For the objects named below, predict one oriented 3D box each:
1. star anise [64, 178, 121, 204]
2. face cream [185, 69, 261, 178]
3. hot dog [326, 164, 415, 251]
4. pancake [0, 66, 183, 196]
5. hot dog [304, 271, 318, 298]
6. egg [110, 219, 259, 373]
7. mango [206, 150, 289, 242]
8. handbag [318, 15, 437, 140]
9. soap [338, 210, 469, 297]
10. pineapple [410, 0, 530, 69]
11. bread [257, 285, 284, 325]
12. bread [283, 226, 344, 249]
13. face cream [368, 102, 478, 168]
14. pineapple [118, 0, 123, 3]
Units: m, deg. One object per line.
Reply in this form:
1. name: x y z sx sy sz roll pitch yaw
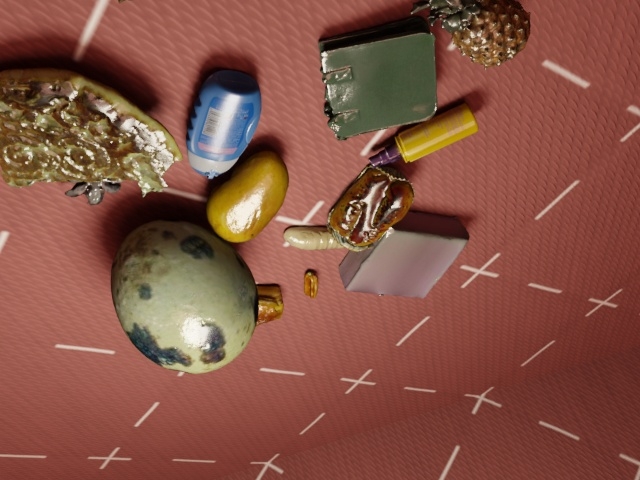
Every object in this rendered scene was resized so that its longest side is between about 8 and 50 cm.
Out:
1. star anise: -0.509 -0.150 1.528 0.180 0.061 0.204 23 127 -39
2. face cream: -0.217 -0.244 1.508 0.149 0.083 0.264 5 137 -25
3. hot dog: 0.129 -0.083 1.805 0.162 0.082 0.270 38 122 -4
4. pancake: -0.496 -0.217 1.398 0.426 0.067 0.305 3 139 -10
5. hot dog: -0.027 0.134 2.074 0.037 0.049 0.122 -44 157 -28
6. egg: -0.337 0.136 1.714 0.345 0.345 0.428 -20 127 3
7. mango: -0.172 -0.107 1.659 0.167 0.130 0.262 27 118 -36
8. handbag: 0.127 -0.352 1.514 0.260 0.079 0.247 -14 140 -1
9. soap: 0.244 0.044 2.015 0.296 0.107 0.285 8 135 -29
10. pineapple: 0.271 -0.480 1.357 0.364 0.166 0.165 24 126 -38
11. bread: -0.299 0.220 2.023 0.380 0.109 0.185 -1 138 -22
12. bread: 0.000 0.000 1.912 0.214 0.053 0.073 1 142 -23
13. face cream: 0.247 -0.246 1.687 0.273 0.078 0.078 -24 141 8
14. pineapple: -0.306 -0.475 1.139 0.166 0.166 0.193 7 137 -28
